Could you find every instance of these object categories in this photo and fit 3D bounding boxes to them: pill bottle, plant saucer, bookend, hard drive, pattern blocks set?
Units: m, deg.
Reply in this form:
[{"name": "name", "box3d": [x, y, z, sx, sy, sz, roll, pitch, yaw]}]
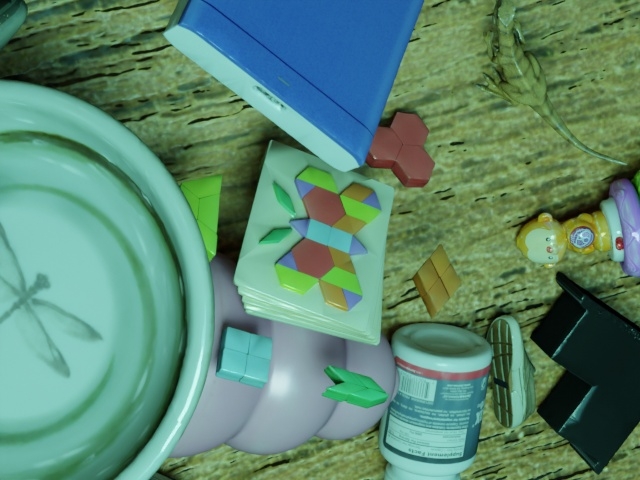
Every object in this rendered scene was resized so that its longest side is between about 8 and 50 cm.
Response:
[{"name": "pill bottle", "box3d": [0.116, 0.187, 1.768, 0.108, 0.108, 0.180, 1, 110, -18]}, {"name": "plant saucer", "box3d": [-0.276, 0.063, 1.474, 0.400, 0.100, 0.401, 0, 89, 12]}, {"name": "bookend", "box3d": [0.281, 0.145, 1.825, 0.156, 0.072, 0.157, 32, 98, -24]}, {"name": "hard drive", "box3d": [0.002, -0.248, 1.502, 0.210, 0.040, 0.319, 36, 57, -26]}, {"name": "pattern blocks set", "box3d": [0.000, 0.000, 1.579, 0.285, 0.325, 0.026, 8, 150, -21]}]

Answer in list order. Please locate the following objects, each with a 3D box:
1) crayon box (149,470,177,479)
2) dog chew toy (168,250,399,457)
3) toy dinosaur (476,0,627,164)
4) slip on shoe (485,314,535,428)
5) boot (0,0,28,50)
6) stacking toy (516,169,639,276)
[{"name": "crayon box", "box3d": [-0.262, 0.404, 1.589, 0.106, 0.363, 0.313, 24, 103, 10]}, {"name": "dog chew toy", "box3d": [-0.071, 0.118, 1.640, 0.331, 0.206, 0.207, 12, 105, -30]}, {"name": "toy dinosaur", "box3d": [0.207, -0.150, 1.670, 0.064, 0.112, 0.211, -39, 117, -2]}, {"name": "slip on shoe", "box3d": [0.210, 0.138, 1.813, 0.041, 0.051, 0.135, -20, 115, -27]}, {"name": "boot", "box3d": [-0.319, -0.107, 1.543, 0.246, 0.083, 0.161, -44, 121, 9]}, {"name": "stacking toy", "box3d": [0.354, -0.023, 1.763, 0.301, 0.166, 0.175, -10, 122, 1]}]
